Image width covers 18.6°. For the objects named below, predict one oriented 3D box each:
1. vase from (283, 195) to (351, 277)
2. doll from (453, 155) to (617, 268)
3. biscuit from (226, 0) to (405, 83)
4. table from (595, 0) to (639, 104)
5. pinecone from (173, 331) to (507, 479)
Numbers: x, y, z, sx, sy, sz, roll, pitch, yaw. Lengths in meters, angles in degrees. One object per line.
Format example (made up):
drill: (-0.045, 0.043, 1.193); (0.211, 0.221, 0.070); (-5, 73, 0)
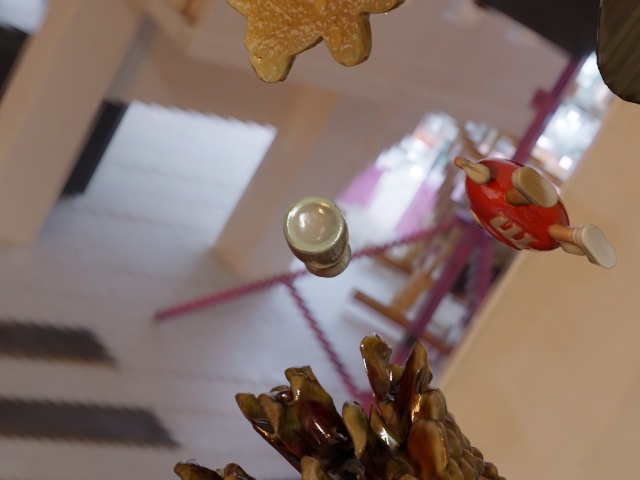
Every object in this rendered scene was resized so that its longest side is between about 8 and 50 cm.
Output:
vase: (0.000, 0.000, 1.668); (0.053, 0.053, 0.101); (35, -9, 16)
doll: (0.215, -0.038, 2.109); (0.183, 0.085, 0.217); (39, -3, -23)
biscuit: (0.002, -0.234, 1.844); (0.030, 0.234, 0.153); (-22, 91, -46)
table: (0.366, -0.277, 1.553); (0.317, 0.317, 0.249); (23, 33, -19)
pinecone: (-0.002, 0.282, 1.622); (0.384, 0.384, 0.384); (27, 18, -10)
